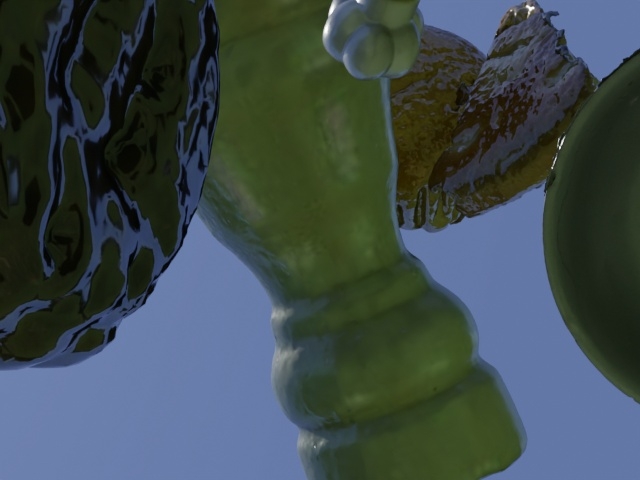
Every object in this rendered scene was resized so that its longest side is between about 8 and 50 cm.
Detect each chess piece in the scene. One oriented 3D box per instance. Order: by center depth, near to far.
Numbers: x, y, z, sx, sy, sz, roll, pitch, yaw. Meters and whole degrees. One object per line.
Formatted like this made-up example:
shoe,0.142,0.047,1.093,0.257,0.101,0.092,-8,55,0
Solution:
chess piece,0.000,0.000,1.353,0.234,0.234,0.442,-26,-84,-29

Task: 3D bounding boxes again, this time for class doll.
doll,0.046,-0.167,1.000,0.106,0.062,0.162,-69,-3,-56

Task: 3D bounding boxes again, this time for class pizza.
pizza,0.153,-0.102,1.214,0.069,0.194,0.154,36,-52,-21

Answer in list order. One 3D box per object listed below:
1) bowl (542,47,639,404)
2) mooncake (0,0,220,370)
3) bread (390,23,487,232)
bowl,0.191,-0.016,0.752,0.189,0.086,0.189,2,-75,6
mooncake,-0.161,-0.077,0.800,0.290,0.161,0.290,0,-90,-70
bread,0.055,-0.110,1.583,0.240,0.240,0.139,-33,-33,-24
